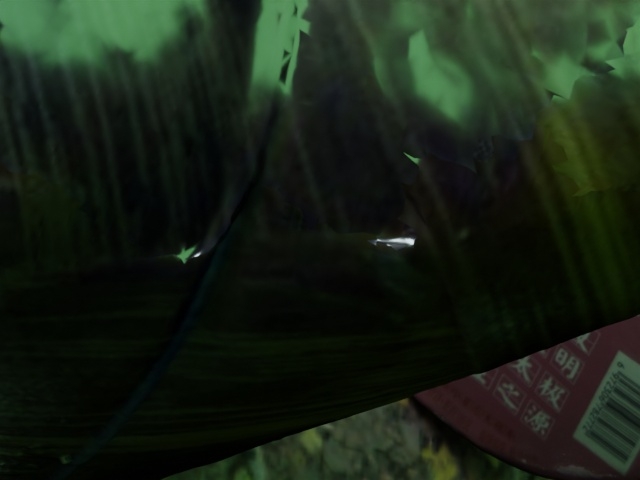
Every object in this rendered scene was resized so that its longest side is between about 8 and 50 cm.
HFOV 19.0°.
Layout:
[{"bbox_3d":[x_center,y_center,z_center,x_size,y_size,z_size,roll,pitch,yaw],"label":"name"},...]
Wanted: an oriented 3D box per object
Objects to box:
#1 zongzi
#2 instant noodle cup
[{"bbox_3d":[0.000,0.000,0.635,0.432,0.403,0.208,8,64,-6],"label":"zongzi"},{"bbox_3d":[0.146,-0.024,0.911,0.178,0.235,0.235,-27,93,-47],"label":"instant noodle cup"}]
